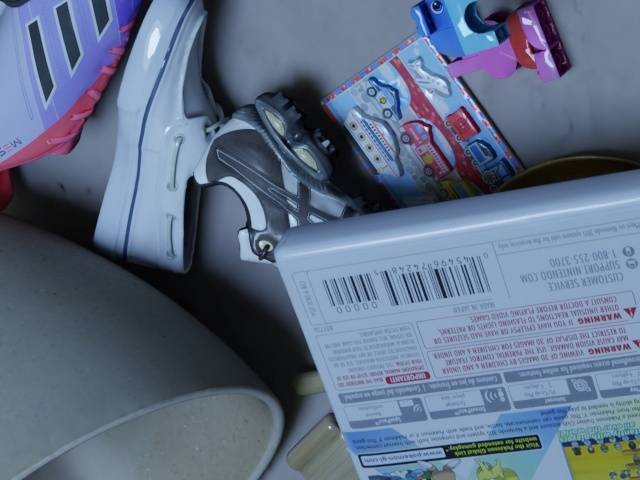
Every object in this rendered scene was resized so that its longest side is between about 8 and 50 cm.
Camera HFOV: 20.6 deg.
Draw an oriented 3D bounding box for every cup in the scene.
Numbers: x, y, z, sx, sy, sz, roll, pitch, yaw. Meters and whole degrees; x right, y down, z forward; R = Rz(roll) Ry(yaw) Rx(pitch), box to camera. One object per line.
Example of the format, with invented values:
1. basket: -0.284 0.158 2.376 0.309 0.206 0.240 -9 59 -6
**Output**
1. cup: -0.226 0.119 1.220 0.237 0.331 0.331 53 130 22

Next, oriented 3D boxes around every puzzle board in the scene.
1. puzzle board: 0.068 -0.059 1.125 0.096 0.011 0.128 -33 95 37

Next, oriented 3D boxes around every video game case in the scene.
1. video game case: 0.170 0.100 1.035 0.329 0.036 0.300 -9 118 21

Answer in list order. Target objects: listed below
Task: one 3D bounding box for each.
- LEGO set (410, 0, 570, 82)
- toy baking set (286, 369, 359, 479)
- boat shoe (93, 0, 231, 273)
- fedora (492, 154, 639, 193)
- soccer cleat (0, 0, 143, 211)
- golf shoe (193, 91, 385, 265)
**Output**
1. LEGO set: 0.051 -0.180 1.027 0.093 0.087 0.227 -14 105 34
2. toy baking set: 0.096 0.153 1.208 0.256 0.030 0.197 -17 107 35
3. boat shoe: -0.094 -0.073 1.179 0.075 0.083 0.226 20 133 3
4. fedora: 0.172 0.043 1.070 0.194 0.079 0.194 12 120 21
5. soccer cleat: -0.176 -0.124 1.178 0.318 0.108 0.116 -33 101 40
6. golf shoe: 0.000 0.000 1.136 0.094 0.077 0.198 -40 82 2
